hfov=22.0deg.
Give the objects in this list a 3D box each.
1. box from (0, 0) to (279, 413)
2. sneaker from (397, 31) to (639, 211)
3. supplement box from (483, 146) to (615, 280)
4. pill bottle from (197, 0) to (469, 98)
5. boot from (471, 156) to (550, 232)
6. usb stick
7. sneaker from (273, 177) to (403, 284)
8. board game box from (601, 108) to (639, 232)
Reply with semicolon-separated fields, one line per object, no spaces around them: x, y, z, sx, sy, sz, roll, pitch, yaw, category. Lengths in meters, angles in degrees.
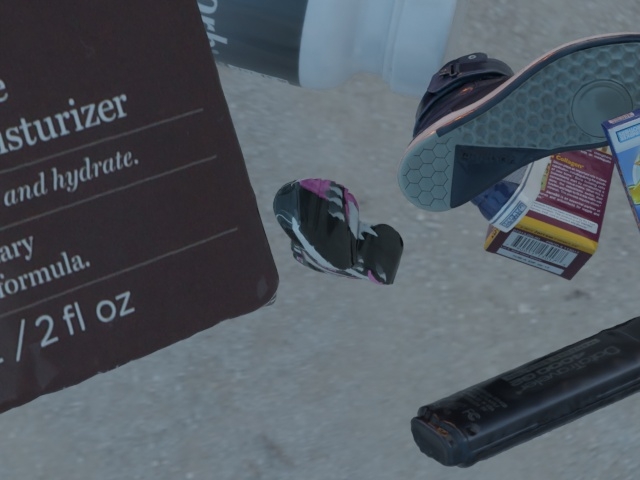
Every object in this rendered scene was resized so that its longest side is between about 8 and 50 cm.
-0.147;-0.047;0.539;0.167;0.168;0.203;-5;104;55;box
0.169;-0.115;1.273;0.226;0.163;0.086;-23;106;18;sneaker
0.253;-0.067;1.772;0.104;0.081;0.188;20;61;-5;supplement box
-0.050;-0.251;1.446;0.363;0.210;0.210;15;95;7;pill bottle
0.156;-0.074;1.500;0.086;0.190;0.069;39;107;-4;boot
0.203;0.116;1.334;0.077;0.278;0.045;31;134;53;usb stick
0.000;0.000;1.445;0.077;0.178;0.072;0;68;30;sneaker
0.305;-0.049;1.096;0.201;0.035;0.136;-21;101;6;board game box
